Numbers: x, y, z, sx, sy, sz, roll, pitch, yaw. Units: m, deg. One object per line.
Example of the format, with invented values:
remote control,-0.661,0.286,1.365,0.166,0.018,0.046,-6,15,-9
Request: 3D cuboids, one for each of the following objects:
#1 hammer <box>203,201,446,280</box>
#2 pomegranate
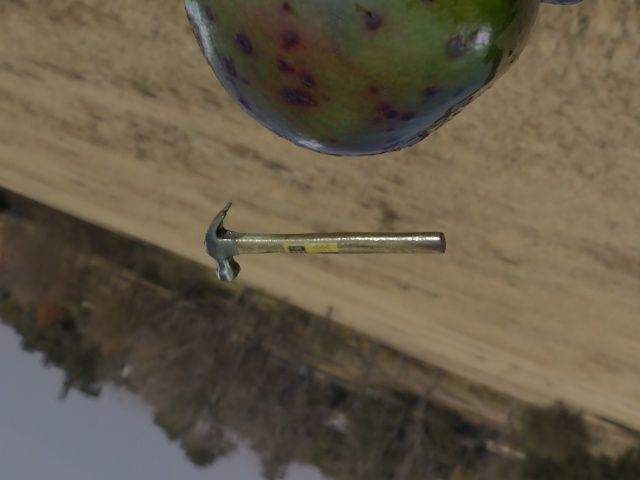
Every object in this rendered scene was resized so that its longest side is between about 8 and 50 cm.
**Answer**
hammer,0.000,0.000,0.954,0.182,0.017,0.062,-1,129,23
pomegranate,0.044,-0.145,0.681,0.248,0.202,0.202,-7,-173,-24
